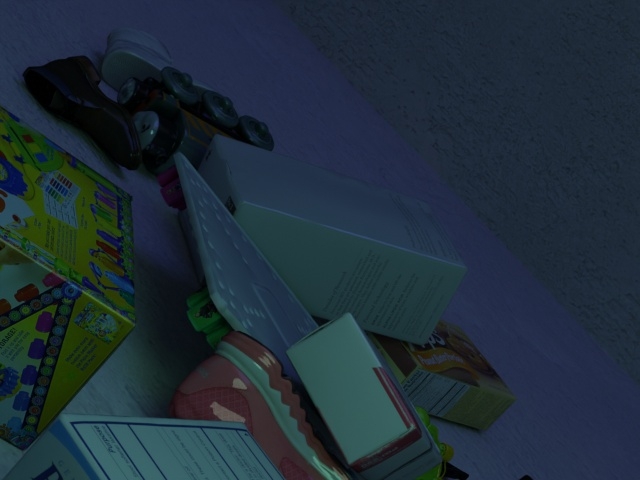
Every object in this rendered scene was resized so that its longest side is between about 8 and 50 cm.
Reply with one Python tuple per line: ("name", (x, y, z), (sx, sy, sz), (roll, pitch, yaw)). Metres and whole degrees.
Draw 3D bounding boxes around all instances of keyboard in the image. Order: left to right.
("keyboard", (0.128, 0.306, 2.040), (0.192, 0.038, 0.100), (33, -6, -29))

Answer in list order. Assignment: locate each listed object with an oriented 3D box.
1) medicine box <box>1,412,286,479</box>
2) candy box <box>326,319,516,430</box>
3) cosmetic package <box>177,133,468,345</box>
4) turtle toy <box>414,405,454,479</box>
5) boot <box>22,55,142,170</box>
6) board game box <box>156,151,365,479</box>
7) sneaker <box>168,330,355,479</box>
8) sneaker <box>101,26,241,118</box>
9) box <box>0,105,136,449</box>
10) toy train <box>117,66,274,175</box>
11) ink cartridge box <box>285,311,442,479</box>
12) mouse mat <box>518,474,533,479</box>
("medicine box", (-0.110, 0.293, 1.207), (0.263, 0.149, 0.289), (50, 17, 26))
("candy box", (0.168, 0.196, 2.310), (0.316, 0.087, 0.183), (22, 24, -50))
("cosmetic package", (0.000, 0.000, 2.126), (0.385, 0.156, 0.217), (16, 25, -22))
("turtle toy", (0.129, 0.289, 1.946), (0.095, 0.066, 0.130), (31, 61, -36))
("boot", (-0.356, -0.184, 2.123), (0.106, 0.082, 0.219), (-12, 56, -45))
("board game box", (-0.068, 0.116, 1.813), (0.390, 0.050, 0.390), (53, 8, -30))
("sneaker", (-0.059, 0.255, 1.565), (0.314, 0.136, 0.116), (59, -20, -15))
("sneaker", (-0.255, -0.278, 2.531), (0.292, 0.108, 0.169), (34, 20, -23))
("box", (-0.342, -0.001, 1.387), (0.279, 0.177, 0.290), (36, 16, -22))
("toy train", (-0.183, -0.145, 2.304), (0.334, 0.142, 0.190), (30, 29, -38))
("ink cartridge box", (0.054, 0.193, 1.648), (0.158, 0.092, 0.218), (60, 3, 22))
("mouse mat", (0.362, 0.443, 2.276), (0.152, 0.007, 0.190), (46, 14, 15))
